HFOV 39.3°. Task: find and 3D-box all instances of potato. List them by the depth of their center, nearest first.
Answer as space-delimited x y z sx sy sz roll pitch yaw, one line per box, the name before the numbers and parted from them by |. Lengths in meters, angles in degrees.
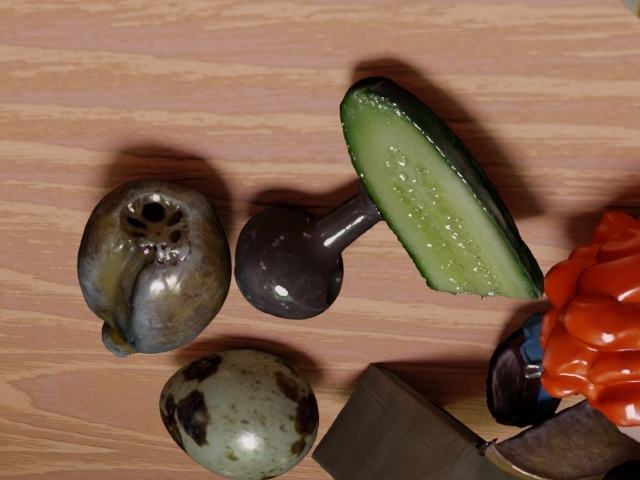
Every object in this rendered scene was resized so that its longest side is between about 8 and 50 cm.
potato | 0.305 0.219 0.972 0.261 0.100 0.120 -26 153 -11

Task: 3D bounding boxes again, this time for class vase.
vase | 0.000 0.000 0.879 0.120 0.120 0.183 35 124 -29

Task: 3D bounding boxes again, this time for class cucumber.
cucumber | 0.104 -0.049 0.783 0.115 0.063 0.244 -5 132 41

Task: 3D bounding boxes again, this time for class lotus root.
lotus root | -0.177 0.042 0.965 0.158 0.140 0.322 40 153 4

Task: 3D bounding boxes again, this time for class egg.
egg | -0.111 0.226 1.181 0.231 0.169 0.169 6 147 31

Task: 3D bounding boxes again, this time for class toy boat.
toy boat | 0.250 0.154 1.026 0.097 0.100 0.223 -15 151 -6

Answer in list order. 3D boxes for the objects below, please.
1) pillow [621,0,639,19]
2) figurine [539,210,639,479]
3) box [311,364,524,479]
pillow | 0.274 -0.202 0.517 0.214 0.086 0.233 39 142 -17
figurine | 0.352 0.169 0.817 0.306 0.241 0.411 -8 108 0
box | 0.127 0.282 1.107 0.149 0.155 0.231 35 177 -30
